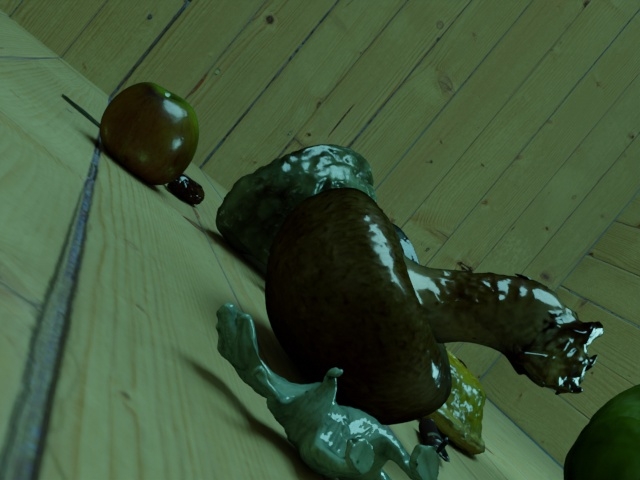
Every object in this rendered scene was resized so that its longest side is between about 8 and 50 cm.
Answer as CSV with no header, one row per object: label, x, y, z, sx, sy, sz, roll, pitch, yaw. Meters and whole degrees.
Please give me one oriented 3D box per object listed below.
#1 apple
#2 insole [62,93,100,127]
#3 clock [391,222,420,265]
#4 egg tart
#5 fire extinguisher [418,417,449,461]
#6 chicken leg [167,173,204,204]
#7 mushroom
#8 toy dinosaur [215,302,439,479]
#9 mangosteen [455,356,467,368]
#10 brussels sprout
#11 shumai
apple,-0.337,-0.218,1.388,0.196,0.196,0.196,40,1,-1
insole,-0.547,-0.290,1.661,0.193,0.006,0.065,40,1,1
clock,0.144,0.110,1.642,0.066,0.318,0.319,-8,24,-22
egg tart,0.228,0.281,1.368,0.319,0.128,0.319,42,2,-2
fire extinguisher,0.172,0.306,1.039,0.173,0.035,0.048,30,48,-85
chicken leg,-0.312,-0.122,1.630,0.089,0.048,0.219,43,1,7
mushroom,0.107,0.070,0.842,0.331,0.356,0.334,12,54,-55
toy dinosaur,0.054,0.187,0.541,0.383,0.076,0.129,47,-19,2
mangosteen,0.318,0.357,1.802,0.140,0.140,0.140,40,1,-1
brussels sprout,0.604,0.457,1.212,0.361,0.342,0.425,23,49,-13
shumai,0.000,0.000,1.475,0.398,0.324,0.323,5,49,-54
